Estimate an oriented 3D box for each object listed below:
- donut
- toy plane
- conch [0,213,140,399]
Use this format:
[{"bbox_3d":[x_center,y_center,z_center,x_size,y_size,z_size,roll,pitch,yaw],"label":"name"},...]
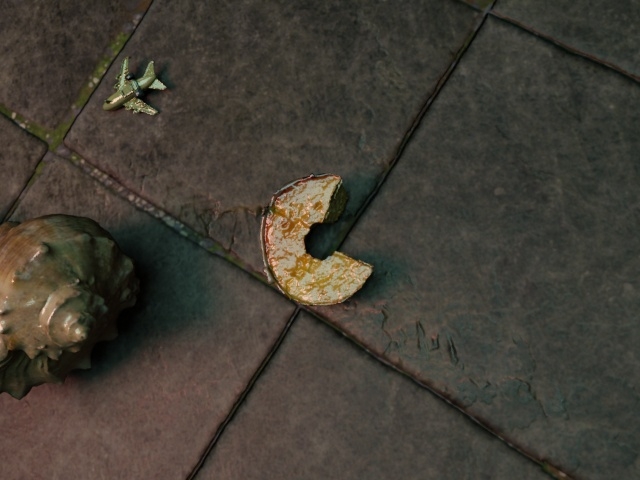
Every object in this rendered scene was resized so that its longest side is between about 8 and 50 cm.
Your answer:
[{"bbox_3d":[-0.010,0.006,0.910,0.146,0.078,0.181,-21,81,9],"label":"donut"},{"bbox_3d":[-0.300,-0.236,1.043,0.111,0.040,0.102,-28,84,4],"label":"toy plane"},{"bbox_3d":[-0.398,0.100,0.923,0.210,0.352,0.297,42,77,-26],"label":"conch"}]
